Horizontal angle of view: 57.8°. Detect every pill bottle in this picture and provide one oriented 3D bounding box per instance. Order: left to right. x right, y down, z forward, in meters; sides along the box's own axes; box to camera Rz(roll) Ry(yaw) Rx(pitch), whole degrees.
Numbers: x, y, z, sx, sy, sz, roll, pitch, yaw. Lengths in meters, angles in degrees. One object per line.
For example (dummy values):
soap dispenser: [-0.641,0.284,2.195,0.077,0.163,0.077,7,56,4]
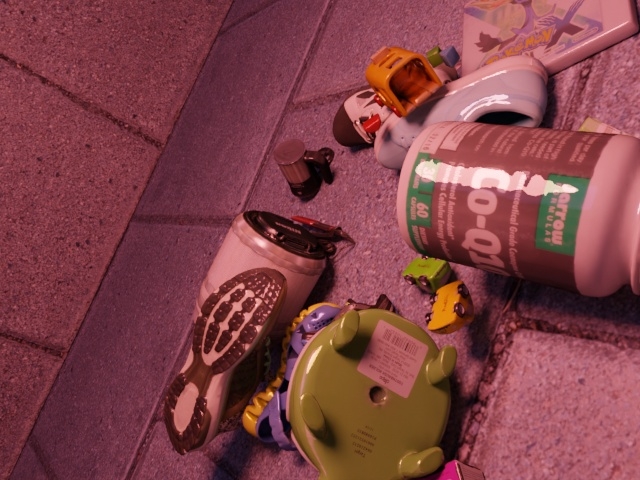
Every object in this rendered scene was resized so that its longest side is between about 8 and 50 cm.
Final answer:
pill bottle: [0.300,-0.043,0.756,0.361,0.204,0.204,14,77,38]

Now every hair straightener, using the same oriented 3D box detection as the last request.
hair straightener: [0.000,0.000,1.350,0.230,0.047,0.089,15,99,51]

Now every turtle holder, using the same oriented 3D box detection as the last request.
turtle holder: [0.064,0.274,0.889,0.227,0.243,0.320,129,140,-67]

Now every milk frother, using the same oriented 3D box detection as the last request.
milk frother: [-0.036,-0.206,1.453,0.129,0.135,0.143,-11,54,12]

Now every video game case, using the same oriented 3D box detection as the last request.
video game case: [0.413,-0.426,1.104,0.329,0.036,0.300,-22,49,44]

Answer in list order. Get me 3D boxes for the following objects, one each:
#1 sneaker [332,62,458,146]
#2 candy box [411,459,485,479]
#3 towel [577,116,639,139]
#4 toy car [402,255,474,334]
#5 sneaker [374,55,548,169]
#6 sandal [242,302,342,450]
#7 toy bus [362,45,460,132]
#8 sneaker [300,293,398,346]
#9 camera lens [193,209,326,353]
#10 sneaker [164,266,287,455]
sneaker: [0.137,-0.266,1.262,0.330,0.122,0.146,-23,38,44]
candy box: [0.166,0.434,0.757,0.159,0.071,0.233,-38,39,28]
towel: [0.420,-0.119,0.875,0.113,0.023,0.152,-51,34,14]
toy car: [0.220,0.061,0.961,0.239,0.053,0.225,-47,17,-17]
sneaker: [0.240,-0.200,1.076,0.366,0.135,0.150,-27,41,41]
sandal: [-0.027,0.271,1.109,0.138,0.126,0.317,35,103,54]
toy bus: [0.139,-0.313,1.096,0.202,0.104,0.191,-14,40,42]
sneaker: [0.049,0.148,1.047,0.067,0.188,0.078,127,123,-72]
camera lens: [-0.131,0.088,1.266,0.274,0.219,0.219,-61,32,14]
sneaker: [-0.159,0.232,1.155,0.158,0.182,0.410,41,108,36]
